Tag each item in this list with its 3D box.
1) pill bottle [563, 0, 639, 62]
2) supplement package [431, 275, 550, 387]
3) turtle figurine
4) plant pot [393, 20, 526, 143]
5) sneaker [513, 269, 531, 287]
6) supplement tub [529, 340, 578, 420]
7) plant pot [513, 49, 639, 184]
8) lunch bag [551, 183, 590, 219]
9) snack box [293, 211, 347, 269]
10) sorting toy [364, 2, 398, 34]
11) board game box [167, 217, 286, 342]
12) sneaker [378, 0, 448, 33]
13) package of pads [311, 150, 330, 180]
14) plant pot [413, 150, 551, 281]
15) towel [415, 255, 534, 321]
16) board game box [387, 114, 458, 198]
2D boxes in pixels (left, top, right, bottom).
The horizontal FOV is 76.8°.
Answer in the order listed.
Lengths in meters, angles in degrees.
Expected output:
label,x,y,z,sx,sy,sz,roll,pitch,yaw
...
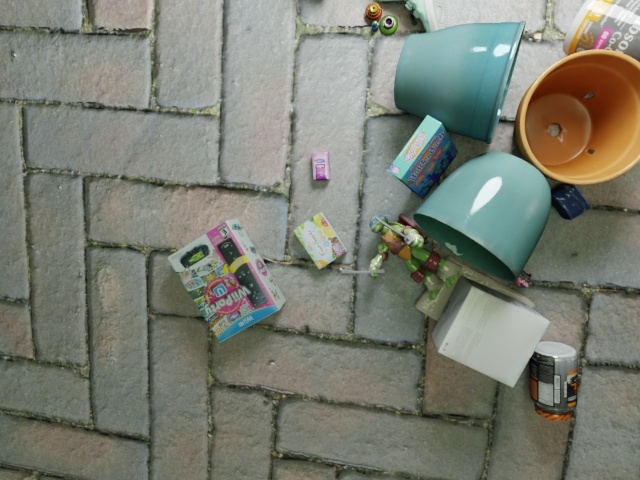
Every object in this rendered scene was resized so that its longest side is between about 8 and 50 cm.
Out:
label,x,y,z,sx,sy,sz,roll,pitch,yaw
pill bottle,0.731,-0.458,0.922,0.278,0.162,0.162,40,102,27
supplement package,0.434,0.230,1.062,0.203,0.149,0.194,25,100,5
turtle figurine,0.212,0.060,1.063,0.266,0.274,0.198,36,110,4
plant pot,0.327,-0.399,0.993,0.255,0.271,0.272,17,100,20
sneaker,0.539,0.081,1.134,0.119,0.047,0.057,36,82,0
supplement tub,0.644,0.388,1.119,0.117,0.117,0.190,-3,98,9
plant pot,0.608,-0.281,0.987,0.291,0.203,0.291,1,97,8
lunch bag,0.663,-0.104,1.073,0.065,0.067,0.098,-38,92,12
snack box,0.000,0.000,1.199,0.100,0.037,0.141,-34,92,13
sorting toy,0.161,-0.599,1.089,0.102,0.042,0.061,37,101,2
board game box,-0.279,0.119,1.228,0.224,0.097,0.303,-30,94,11
sneaker,0.237,-0.634,1.066,0.151,0.094,0.256,-1,125,46
package of pads,0.001,-0.216,1.171,0.050,0.032,0.083,-2,98,11
plant pot,0.422,-0.075,1.013,0.293,0.293,0.235,36,89,2
towel,0.440,0.185,1.157,0.282,0.049,0.187,31,100,4
board game box,0.271,-0.206,1.045,0.047,0.210,0.160,42,103,28
